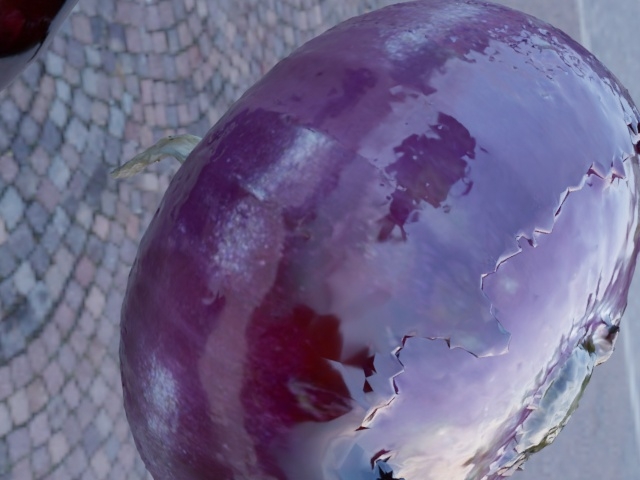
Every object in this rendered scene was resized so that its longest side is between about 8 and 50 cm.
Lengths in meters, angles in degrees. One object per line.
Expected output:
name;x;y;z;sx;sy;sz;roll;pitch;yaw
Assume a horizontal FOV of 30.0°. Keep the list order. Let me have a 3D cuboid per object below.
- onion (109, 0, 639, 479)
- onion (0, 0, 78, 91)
onion;0.027;0.013;0.715;0.345;0.358;0.358;42;31;0
onion;-0.285;-0.215;0.645;0.285;0.348;0.347;10;77;-50
